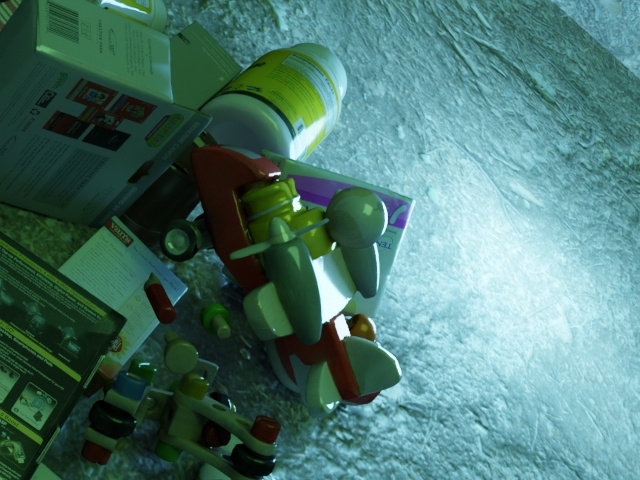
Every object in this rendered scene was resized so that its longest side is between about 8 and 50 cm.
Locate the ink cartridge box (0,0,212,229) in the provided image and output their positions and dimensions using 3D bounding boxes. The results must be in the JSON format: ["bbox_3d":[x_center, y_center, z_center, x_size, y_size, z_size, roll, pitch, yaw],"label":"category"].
[{"bbox_3d":[-0.345,-0.172,1.577,0.272,0.309,0.130,19,47,-35],"label":"ink cartridge box"}]

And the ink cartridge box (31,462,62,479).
[{"bbox_3d":[-0.389,0.297,1.343,0.150,0.063,0.109,44,39,-9],"label":"ink cartridge box"}]

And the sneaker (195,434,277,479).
[{"bbox_3d":[-0.085,0.384,1.575,0.232,0.090,0.115,40,44,0],"label":"sneaker"}]

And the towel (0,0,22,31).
[{"bbox_3d":[-0.452,-0.326,1.815,0.144,0.029,0.197,50,31,-4],"label":"towel"}]

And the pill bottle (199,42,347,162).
[{"bbox_3d":[-0.077,-0.226,1.994,0.188,0.188,0.334,46,37,-6],"label":"pill bottle"}]

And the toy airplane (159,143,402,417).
[{"bbox_3d":[-0.005,0.047,1.575,0.384,0.272,0.386,37,21,-38],"label":"toy airplane"}]

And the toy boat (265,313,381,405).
[{"bbox_3d":[0.028,0.166,1.803,0.231,0.151,0.151,18,48,-36],"label":"toy boat"}]

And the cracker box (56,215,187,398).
[{"bbox_3d":[-0.309,0.089,1.595,0.156,0.067,0.232,46,38,-8],"label":"cracker box"}]

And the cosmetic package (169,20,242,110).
[{"bbox_3d":[-0.249,-0.265,1.922,0.127,0.107,0.238,46,34,-9],"label":"cosmetic package"}]

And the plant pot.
[{"bbox_3d":[-0.243,-0.096,1.736,0.167,0.165,0.167,27,42,-28],"label":"plant pot"}]

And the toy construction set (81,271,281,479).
[{"bbox_3d":[-0.199,0.190,1.476,0.257,0.309,0.237,-5,18,-17],"label":"toy construction set"}]

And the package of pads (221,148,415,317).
[{"bbox_3d":[0.000,0.000,1.864,0.296,0.229,0.101,14,7,-37],"label":"package of pads"}]

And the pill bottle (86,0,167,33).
[{"bbox_3d":[-0.351,-0.390,1.875,0.119,0.119,0.208,62,20,15],"label":"pill bottle"}]

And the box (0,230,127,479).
[{"bbox_3d":[-0.462,0.104,1.306,0.395,0.097,0.318,36,45,-12],"label":"box"}]
